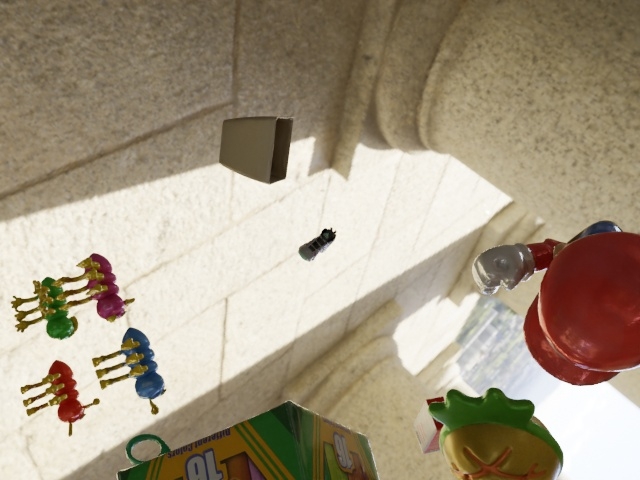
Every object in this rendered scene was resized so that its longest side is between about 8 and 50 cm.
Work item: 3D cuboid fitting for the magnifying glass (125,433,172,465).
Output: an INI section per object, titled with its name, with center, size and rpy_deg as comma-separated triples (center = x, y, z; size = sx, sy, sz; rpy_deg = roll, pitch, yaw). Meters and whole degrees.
[magnifying glass]
center = -0.377, 0.546, 1.519
size = 0.092, 0.230, 0.026
rpy_deg = -50, 152, -57

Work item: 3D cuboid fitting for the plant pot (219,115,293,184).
[plant pot]
center = -0.110, -0.159, 1.024
size = 0.109, 0.096, 0.109
rpy_deg = -40, 139, -73

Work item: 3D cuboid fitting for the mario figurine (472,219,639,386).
[mario figurine]
center = 0.277, 0.070, 0.625
size = 0.320, 0.198, 0.170
rpy_deg = -13, 94, -58

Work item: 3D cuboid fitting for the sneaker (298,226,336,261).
[sneaker]
center = 0.000, 0.000, 1.166
size = 0.069, 0.038, 0.098
rpy_deg = -47, 175, 31

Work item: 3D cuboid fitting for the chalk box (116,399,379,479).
[chalk box]
center = -0.029, 0.311, 0.493
size = 0.179, 0.289, 0.180
rpy_deg = -26, 147, 13

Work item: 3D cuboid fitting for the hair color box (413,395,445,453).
[hair color box]
center = 0.244, 0.402, 1.330
size = 0.043, 0.072, 0.141
rpy_deg = -8, 143, -12

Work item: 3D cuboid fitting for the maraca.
[maraca]
center = 0.184, 0.213, 0.645
size = 0.186, 0.127, 0.099
rpy_deg = 61, 29, -34

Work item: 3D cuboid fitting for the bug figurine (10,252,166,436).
[bug figurine]
center = -0.298, 0.133, 0.788
size = 0.279, 0.216, 0.072
rpy_deg = -23, 173, 37
